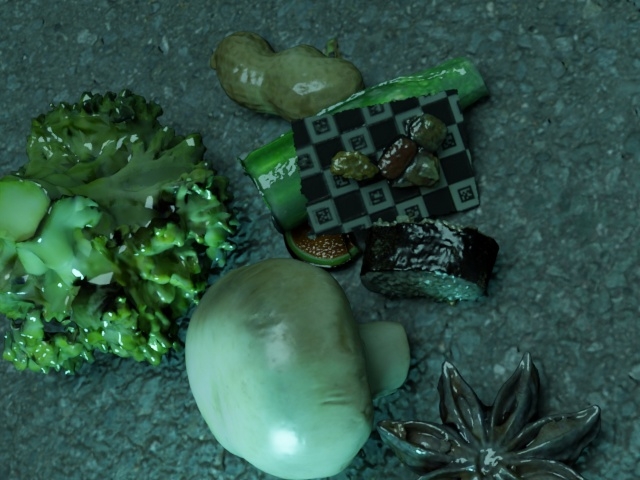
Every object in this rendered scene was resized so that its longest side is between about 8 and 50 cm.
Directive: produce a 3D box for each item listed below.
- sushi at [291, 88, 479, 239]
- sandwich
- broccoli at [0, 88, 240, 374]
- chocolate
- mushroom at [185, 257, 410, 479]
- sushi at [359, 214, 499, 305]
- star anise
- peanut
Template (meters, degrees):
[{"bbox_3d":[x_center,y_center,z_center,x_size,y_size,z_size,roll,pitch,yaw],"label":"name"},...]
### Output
[{"bbox_3d":[0.070,-0.084,1.697,0.201,0.031,0.139,-12,94,-3],"label":"sushi"},{"bbox_3d":[0.002,0.004,1.777,0.101,0.026,0.069,2,66,23],"label":"sandwich"},{"bbox_3d":[-0.273,-0.002,1.805,0.334,0.272,0.324,35,126,26],"label":"broccoli"},{"bbox_3d":[0.055,-0.120,1.757,0.291,0.110,0.110,-29,59,0],"label":"chocolate"},{"bbox_3d":[-0.012,0.128,1.626,0.234,0.254,0.260,-14,54,-24],"label":"mushroom"},{"bbox_3d":[0.117,0.020,1.677,0.150,0.090,0.078,2,66,29],"label":"sushi"},{"bbox_3d":[0.171,0.238,1.549,0.236,0.109,0.223,-41,64,-16],"label":"star anise"},{"bbox_3d":[-0.047,-0.195,1.849,0.228,0.085,0.104,19,59,32],"label":"peanut"}]
